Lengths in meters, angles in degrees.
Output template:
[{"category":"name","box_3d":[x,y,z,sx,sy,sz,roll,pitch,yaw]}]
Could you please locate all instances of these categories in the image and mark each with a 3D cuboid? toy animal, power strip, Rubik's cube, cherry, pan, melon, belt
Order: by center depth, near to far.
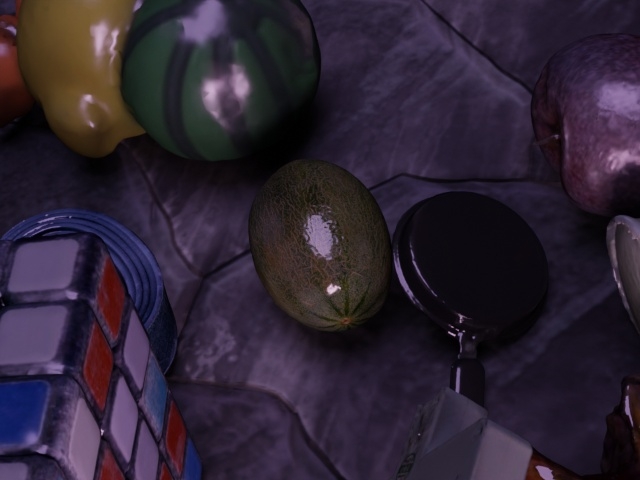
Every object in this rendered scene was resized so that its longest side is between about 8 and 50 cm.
[{"category":"Rubik's cube","box_3d":[-0.255,0.198,0.864,0.286,0.292,0.293,-5,47,9]},{"category":"power strip","box_3d":[0.063,0.166,0.873,0.061,0.216,0.145,32,53,-10]},{"category":"pan","box_3d":[0.120,0.059,1.039,0.136,0.028,0.235,12,59,-13]},{"category":"melon","box_3d":[0.000,0.000,1.088,0.114,0.114,0.167,-19,47,-3]},{"category":"cherry","box_3d":[0.259,-0.095,1.089,0.176,0.140,0.176,-2,36,2]},{"category":"belt","box_3d":[-0.198,0.059,1.105,0.141,0.082,0.190,-32,49,-18]},{"category":"toy animal","box_3d":[-0.164,-0.185,1.233,0.338,0.191,0.216,14,54,24]}]

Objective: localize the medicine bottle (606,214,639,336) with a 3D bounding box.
[{"category":"medicine bottle","box_3d":[0.298,0.024,0.972,0.143,0.147,0.147,-22,49,-4]}]

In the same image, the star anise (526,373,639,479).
[{"category":"star anise","box_3d":[0.210,0.228,0.865,0.271,0.102,0.272,5,65,-11]}]
